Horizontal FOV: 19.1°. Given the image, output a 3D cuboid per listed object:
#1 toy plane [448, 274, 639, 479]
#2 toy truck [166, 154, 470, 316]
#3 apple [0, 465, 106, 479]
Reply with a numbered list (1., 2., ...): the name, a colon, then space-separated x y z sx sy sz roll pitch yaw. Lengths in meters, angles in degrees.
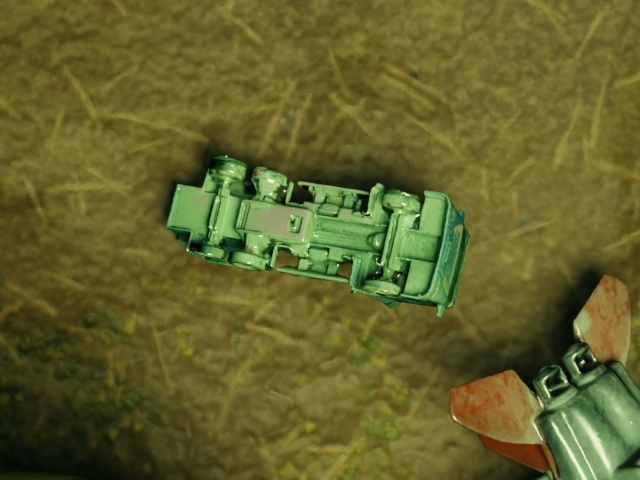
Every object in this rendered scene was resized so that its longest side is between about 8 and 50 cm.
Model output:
1. toy plane: 0.207 0.185 1.053 0.223 0.104 0.326 -33 83 -33
2. toy truck: 0.000 0.000 1.117 0.175 0.081 0.067 9 79 22
3. apple: -0.129 0.277 0.925 0.357 0.357 0.357 0 80 2
